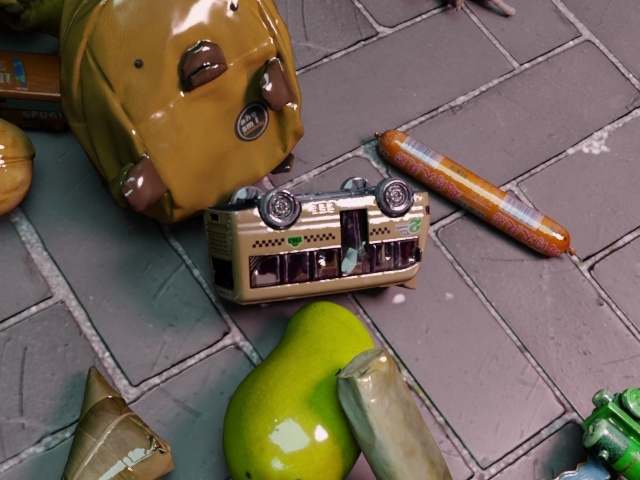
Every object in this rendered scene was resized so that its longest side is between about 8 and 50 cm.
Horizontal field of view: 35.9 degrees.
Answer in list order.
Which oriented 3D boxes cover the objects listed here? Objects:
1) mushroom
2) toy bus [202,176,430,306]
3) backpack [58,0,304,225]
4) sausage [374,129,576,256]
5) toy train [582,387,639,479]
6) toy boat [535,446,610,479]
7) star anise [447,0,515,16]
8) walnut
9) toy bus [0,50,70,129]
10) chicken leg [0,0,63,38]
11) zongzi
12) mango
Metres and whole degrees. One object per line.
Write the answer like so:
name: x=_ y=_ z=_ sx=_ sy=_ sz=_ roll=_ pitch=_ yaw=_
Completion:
mushroom: x=0.108 y=0.276 z=1.172 sx=0.312 sy=0.081 sz=0.100 roll=63 pitch=29 yaw=-12
toy bus: x=0.000 y=0.000 z=1.315 sx=0.290 sy=0.139 sz=0.157 roll=-7 pitch=97 yaw=-25
backpack: x=-0.183 y=-0.210 z=1.303 sx=0.353 sy=0.378 sz=0.201 roll=-40 pitch=39 yaw=-20
sausage: x=0.228 y=-0.071 z=1.476 sx=0.348 sy=0.053 sz=0.053 roll=32 pitch=60 yaw=7
toy train: x=0.440 y=0.297 z=1.267 sx=0.251 sy=0.085 sz=0.119 roll=40 pitch=42 yaw=1
toy boat: x=0.279 y=0.322 z=1.253 sx=0.186 sy=0.075 sz=0.077 roll=-24 pitch=50 yaw=-25
star anise: x=0.231 y=-0.475 z=1.692 sx=0.262 sy=0.081 sz=0.230 roll=38 pitch=50 yaw=13
walnut: x=-0.468 y=-0.094 z=1.305 sx=0.180 sy=0.144 sz=0.144 roll=-1 pitch=61 yaw=-21
toy bus: x=-0.458 y=-0.214 z=1.397 sx=0.409 sy=0.092 sz=0.093 roll=2 pitch=61 yaw=-9
chicken leg: x=-0.400 y=-0.330 z=1.332 sx=0.429 sy=0.201 sz=0.152 roll=-3 pitch=95 yaw=-36
zongzi: x=-0.285 y=0.252 z=1.183 sx=0.160 sy=0.078 sz=0.176 roll=-37 pitch=63 yaw=-26
mango: x=-0.016 y=0.199 z=1.230 sx=0.175 sy=0.143 sz=0.293 roll=22 pitch=49 yaw=3
